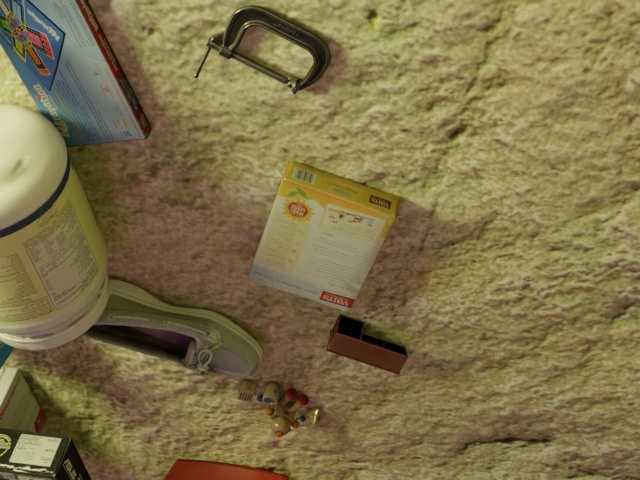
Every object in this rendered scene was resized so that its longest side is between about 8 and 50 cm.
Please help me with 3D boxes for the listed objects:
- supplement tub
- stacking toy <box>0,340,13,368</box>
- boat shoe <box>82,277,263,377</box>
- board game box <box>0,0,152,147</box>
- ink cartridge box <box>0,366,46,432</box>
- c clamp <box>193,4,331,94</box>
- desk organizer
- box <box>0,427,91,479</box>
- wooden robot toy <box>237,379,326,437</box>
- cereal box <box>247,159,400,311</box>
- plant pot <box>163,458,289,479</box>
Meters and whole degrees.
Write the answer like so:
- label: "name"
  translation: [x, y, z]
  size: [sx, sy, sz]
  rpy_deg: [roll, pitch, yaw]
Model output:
- label: "supplement tub"
  translation: [-0.447, -0.011, 1.517]
  size: [0.235, 0.235, 0.325]
  rpy_deg: [4, 141, 11]
- label: "stacking toy"
  translation: [-0.683, 0.121, 1.814]
  size: [0.302, 0.166, 0.175]
  rpy_deg: [17, 153, 15]
- label: "boat shoe"
  translation: [-0.254, 0.168, 1.760]
  size: [0.320, 0.103, 0.118]
  rpy_deg: [25, 137, -11]
- label: "board game box"
  translation: [-0.349, -0.245, 1.404]
  size: [0.145, 0.027, 0.281]
  rpy_deg: [-4, 135, 18]
- label: "ink cartridge box"
  translation: [-0.643, 0.345, 2.037]
  size: [0.127, 0.128, 0.176]
  rpy_deg: [3, 136, 13]
- label: "c clamp"
  translation: [-0.071, -0.239, 1.342]
  size: [0.160, 0.022, 0.137]
  rpy_deg: [21, 132, -5]
- label: "desk organizer"
  translation: [0.081, 0.172, 1.714]
  size: [0.130, 0.047, 0.050]
  rpy_deg: [19, 135, -5]
- label: "box"
  translation: [-0.640, 0.477, 2.012]
  size: [0.395, 0.097, 0.318]
  rpy_deg: [4, 136, 11]
- label: "wooden robot toy"
  translation: [-0.072, 0.316, 1.885]
  size: [0.173, 0.079, 0.076]
  rpy_deg: [28, 136, -15]
- label: "cereal box"
  translation: [0.000, 0.000, 1.552]
  size: [0.173, 0.047, 0.240]
  rpy_deg: [19, 138, -5]
- label: "plant pot"
  translation: [-0.235, 0.604, 2.122]
  size: [0.236, 0.267, 0.267]
  rpy_deg: [22, 139, 10]
